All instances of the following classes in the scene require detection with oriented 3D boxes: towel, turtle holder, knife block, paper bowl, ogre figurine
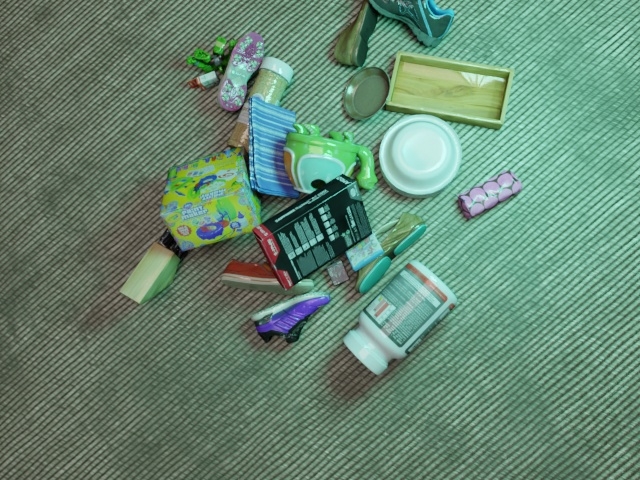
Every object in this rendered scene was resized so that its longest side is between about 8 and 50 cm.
[{"bbox_3d":[-0.158,-0.321,1.839,0.040,0.243,0.336,-8,82,37],"label":"towel"},{"bbox_3d":[0.020,-0.274,1.829,0.243,0.320,0.227,22,104,51],"label":"turtle holder"},{"bbox_3d":[-0.570,0.066,1.845,0.088,0.276,0.242,27,117,9],"label":"knife block"},{"bbox_3d":[0.346,-0.296,1.813,0.284,0.148,0.284,-1,84,6],"label":"paper bowl"},{"bbox_3d":[-0.394,-0.685,1.959,0.197,0.118,0.097,-38,77,0],"label":"ogre figurine"}]

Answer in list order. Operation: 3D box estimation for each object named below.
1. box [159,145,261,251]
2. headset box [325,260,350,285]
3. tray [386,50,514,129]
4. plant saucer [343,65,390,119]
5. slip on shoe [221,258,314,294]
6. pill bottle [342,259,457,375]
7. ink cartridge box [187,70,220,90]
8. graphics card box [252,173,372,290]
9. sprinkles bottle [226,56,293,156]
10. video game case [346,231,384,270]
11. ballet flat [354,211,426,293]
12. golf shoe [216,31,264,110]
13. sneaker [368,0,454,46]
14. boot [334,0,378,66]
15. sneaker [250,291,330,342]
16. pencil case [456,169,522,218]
[{"bbox_3d":[-0.370,-0.148,1.802,0.290,0.177,0.279,-15,41,6],"label":"box"},{"bbox_3d":[0.061,0.114,1.860,0.062,0.032,0.083,-24,83,4],"label":"headset box"},{"bbox_3d":[0.457,-0.535,1.862,0.411,0.076,0.203,12,85,7],"label":"tray"},{"bbox_3d":[0.173,-0.527,1.881,0.198,0.036,0.199,-8,76,37],"label":"plant saucer"},{"bbox_3d":[-0.185,0.126,1.852,0.331,0.123,0.101,7,67,7],"label":"slip on shoe"},{"bbox_3d":[0.258,0.258,1.731,0.210,0.210,0.363,44,90,9],"label":"pill bottle"},{"bbox_3d":[-0.442,-0.600,1.983,0.115,0.063,0.029,-19,80,5],"label":"ink cartridge box"},{"bbox_3d":[-0.019,-0.029,1.725,0.371,0.233,0.094,-33,37,-13],"label":"graphics card box"},{"bbox_3d":[-0.221,-0.487,1.915,0.121,0.121,0.355,23,88,9],"label":"sprinkles bottle"},{"bbox_3d":[0.142,0.020,1.812,0.119,0.015,0.166,-33,41,9],"label":"video game case"},{"bbox_3d":[0.216,0.030,1.821,0.342,0.116,0.124,-47,61,0],"label":"ballet flat"},{"bbox_3d":[-0.310,-0.625,1.931,0.115,0.140,0.306,27,86,-29],"label":"golf shoe"},{"bbox_3d":[0.314,-0.838,1.839,0.341,0.139,0.125,30,55,-8],"label":"sneaker"},{"bbox_3d":[0.134,-0.789,1.918,0.115,0.112,0.305,14,81,29],"label":"boot"},{"bbox_3d":[-0.088,0.279,1.834,0.293,0.102,0.146,-21,86,9],"label":"sneaker"},{"bbox_3d":[0.580,-0.165,1.800,0.209,0.095,0.098,-27,66,1],"label":"pencil case"}]
